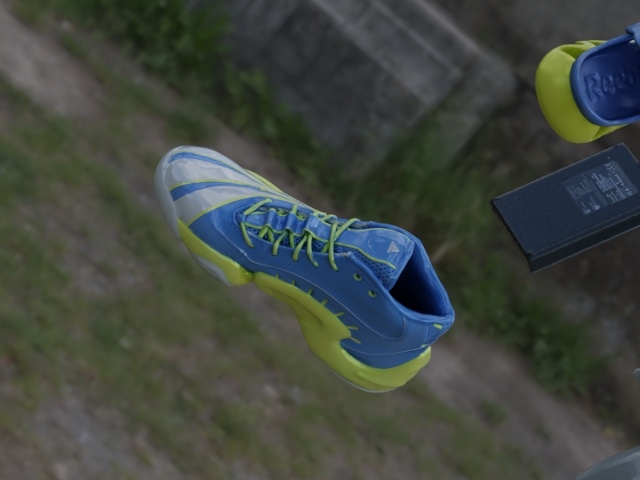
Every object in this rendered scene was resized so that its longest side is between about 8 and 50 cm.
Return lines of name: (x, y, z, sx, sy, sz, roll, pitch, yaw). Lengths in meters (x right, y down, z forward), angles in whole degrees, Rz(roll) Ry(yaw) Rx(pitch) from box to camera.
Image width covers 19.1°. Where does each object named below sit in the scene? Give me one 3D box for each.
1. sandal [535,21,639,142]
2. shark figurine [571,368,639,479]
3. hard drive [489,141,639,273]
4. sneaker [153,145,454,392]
sandal: (0.367, -0.182, 1.906, 0.317, 0.138, 0.126, -29, 100, -36)
shark figurine: (0.223, 0.215, 1.449, 0.166, 0.278, 0.116, 56, 17, -3)
hard drive: (0.229, -0.031, 1.699, 0.094, 0.135, 0.022, -117, -175, -48)
sneaker: (0.000, 0.000, 1.338, 0.240, 0.126, 0.091, 40, 47, -11)
